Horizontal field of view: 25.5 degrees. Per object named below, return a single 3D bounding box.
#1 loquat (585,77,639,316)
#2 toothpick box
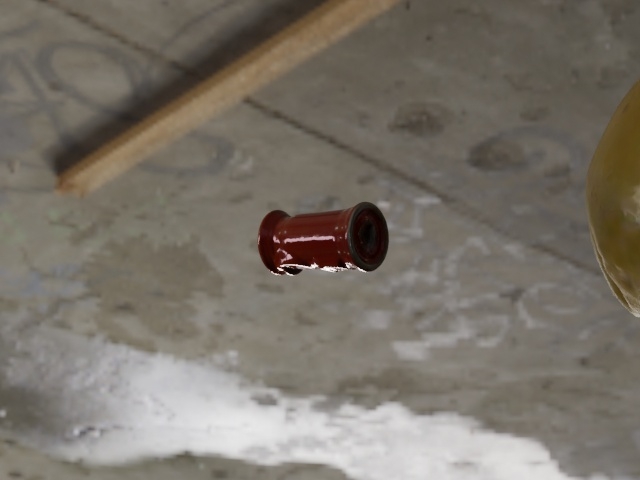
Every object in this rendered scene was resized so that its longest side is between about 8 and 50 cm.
[{"bbox_3d":[0.285,-0.036,0.880,0.244,0.244,0.244,2,150,1],"label":"loquat"},{"bbox_3d":[0.000,0.000,0.952,0.083,0.047,0.047,-4,151,38],"label":"toothpick box"}]
